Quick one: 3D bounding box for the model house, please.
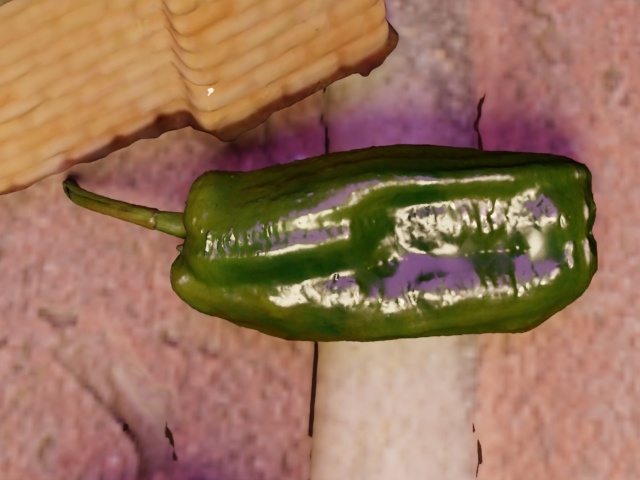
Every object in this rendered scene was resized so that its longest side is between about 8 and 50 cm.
[{"bbox_3d":[-0.087,-0.133,0.593,0.183,0.172,0.166,-29,63,-9],"label":"model house"}]

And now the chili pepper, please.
[{"bbox_3d":[0.000,0.002,0.599,0.204,0.073,0.072,-2,81,2],"label":"chili pepper"}]
